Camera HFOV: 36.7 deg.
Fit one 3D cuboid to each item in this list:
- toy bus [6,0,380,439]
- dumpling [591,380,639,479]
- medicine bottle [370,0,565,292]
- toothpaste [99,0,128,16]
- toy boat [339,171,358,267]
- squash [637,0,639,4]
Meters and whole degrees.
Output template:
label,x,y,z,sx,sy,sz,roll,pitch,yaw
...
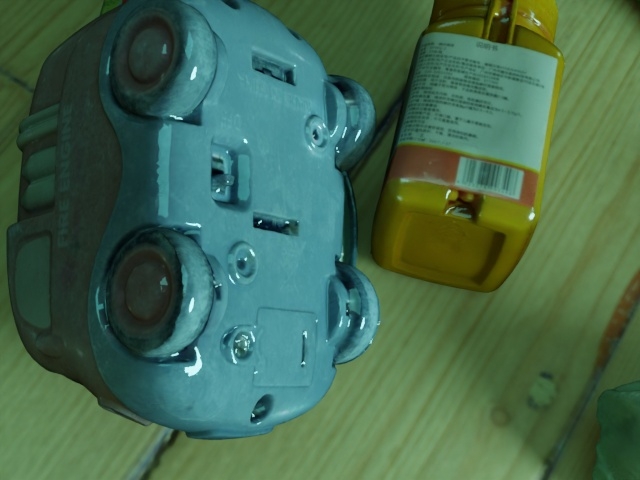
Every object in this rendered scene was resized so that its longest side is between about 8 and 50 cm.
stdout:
label,x,y,z,sx,sy,sz,roll,pitch,yaw
toy bus,-0.105,-0.016,0.653,0.231,0.197,0.294,-7,80,35
dumpling,0.299,0.156,0.670,0.216,0.149,0.105,-6,36,9
medicine bottle,0.115,-0.089,0.735,0.112,0.149,0.222,13,66,3
toothpaste,-0.154,-0.154,0.807,0.070,0.044,0.193,9,66,-1
toy boat,0.000,0.000,0.736,0.059,0.066,0.140,5,67,-5
squash,0.345,-0.195,0.838,0.077,0.068,0.219,-40,73,-2
